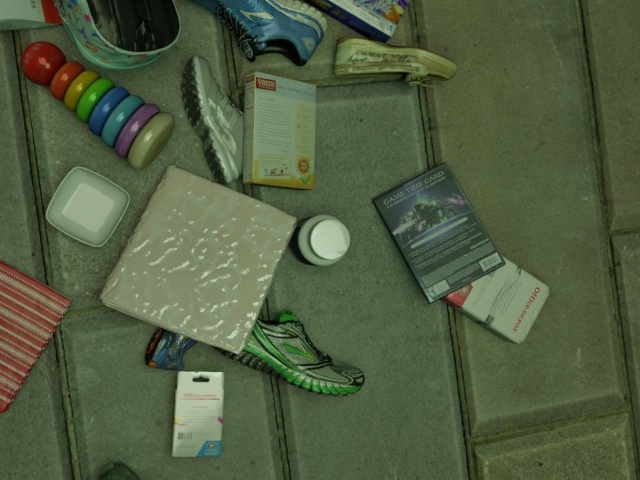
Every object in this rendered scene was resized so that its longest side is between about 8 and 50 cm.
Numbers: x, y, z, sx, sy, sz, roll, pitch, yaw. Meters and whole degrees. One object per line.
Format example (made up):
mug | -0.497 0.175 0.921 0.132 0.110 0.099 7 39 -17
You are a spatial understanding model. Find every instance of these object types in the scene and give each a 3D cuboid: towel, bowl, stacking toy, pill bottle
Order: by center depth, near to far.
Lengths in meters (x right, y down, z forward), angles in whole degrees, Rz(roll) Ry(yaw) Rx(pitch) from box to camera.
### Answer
towel | -0.669 0.195 1.461 0.199 0.031 0.275 31 81 -8
stacking toy | -0.474 -0.291 1.473 0.330 0.141 0.141 34 82 -3
towel | -0.247 0.038 1.486 0.317 0.053 0.332 22 70 3
bowl | -0.489 -0.069 1.494 0.142 0.053 0.142 30 83 -11
pill bottle | 0.000 0.000 1.533 0.112 0.186 0.112 0 89 -12

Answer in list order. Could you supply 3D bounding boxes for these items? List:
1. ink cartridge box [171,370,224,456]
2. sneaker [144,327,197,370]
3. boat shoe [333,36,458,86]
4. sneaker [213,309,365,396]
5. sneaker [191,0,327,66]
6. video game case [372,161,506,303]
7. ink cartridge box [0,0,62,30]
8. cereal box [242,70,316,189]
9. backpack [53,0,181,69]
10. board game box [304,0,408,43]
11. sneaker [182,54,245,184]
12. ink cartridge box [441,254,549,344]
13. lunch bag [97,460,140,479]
ink cartridge box | -0.264 0.369 1.531 0.104 0.061 0.181 4 89 -13
sneaker | -0.294 0.181 1.529 0.087 0.083 0.221 30 85 -27
boat shoe | 0.171 -0.397 1.630 0.285 0.104 0.089 10 91 -2
sneaker | -0.053 0.239 1.545 0.343 0.134 0.146 25 83 -10
sneaker | -0.154 -0.479 1.539 0.330 0.130 0.147 21 82 -12
video game case | 0.268 -0.020 1.620 0.196 0.026 0.274 -27 76 -1
ink cartridge box | -0.628 -0.593 1.437 0.385 0.091 0.308 -12 92 -19
cereal box | -0.088 -0.236 1.556 0.173 0.047 0.240 4 87 -40
backpack | -0.412 -0.474 1.430 0.225 0.191 0.253 -26 93 -41
board game box | 0.051 -0.638 1.613 0.347 0.078 0.233 27 83 -11
sneaker | -0.217 -0.269 1.549 0.115 0.105 0.281 -23 101 -27
ink cartridge box | 0.405 0.122 1.671 0.218 0.092 0.158 32 82 -8
lunch bag | -0.382 0.602 1.411 0.169 0.235 0.287 -27 95 -9
